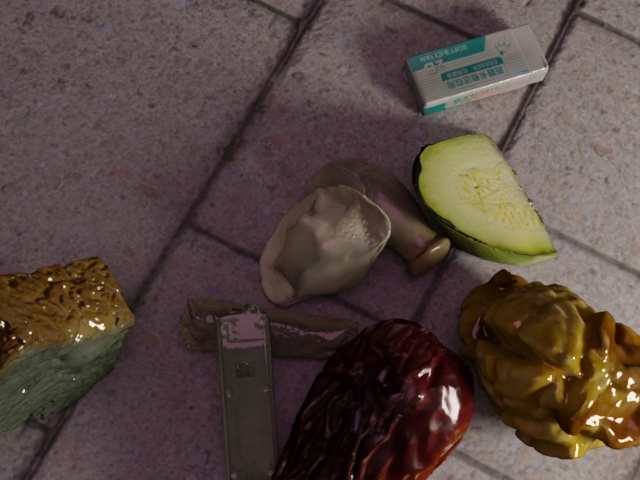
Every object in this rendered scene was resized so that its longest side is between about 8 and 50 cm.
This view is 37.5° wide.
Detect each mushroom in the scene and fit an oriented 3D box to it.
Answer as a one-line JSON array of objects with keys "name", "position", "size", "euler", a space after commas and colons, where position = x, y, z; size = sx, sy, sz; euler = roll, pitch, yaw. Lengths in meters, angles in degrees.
[{"name": "mushroom", "position": [0.095, -0.049, 1.475], "size": [0.247, 0.096, 0.108], "euler": [39, 73, 9]}]

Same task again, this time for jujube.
[{"name": "jujube", "position": [0.070, 0.280, 1.323], "size": [0.216, 0.216, 0.342], "euler": [36, 82, 9]}]

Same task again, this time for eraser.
[{"name": "eraser", "position": [0.259, -0.288, 1.584], "size": [0.225, 0.052, 0.095], "euler": [-17, 72, -8]}]

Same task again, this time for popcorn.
[{"name": "popcorn", "position": [0.321, 0.168, 1.341], "size": [0.225, 0.265, 0.332], "euler": [-50, 53, 12]}]

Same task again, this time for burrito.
[{"name": "burrito", "position": [-0.072, 0.136, 1.428], "size": [0.275, 0.059, 0.082], "euler": [5, 82, 0]}]

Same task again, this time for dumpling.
[{"name": "dumpling", "position": [0.003, -0.002, 1.439], "size": [0.126, 0.216, 0.166], "euler": [-5, 61, -35]}]

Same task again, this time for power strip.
[{"name": "power strip", "position": [-0.105, 0.227, 1.368], "size": [0.078, 0.052, 0.272], "euler": [-4, 89, -2]}]

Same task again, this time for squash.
[{"name": "squash", "position": [0.247, -0.061, 1.459], "size": [0.204, 0.155, 0.236], "euler": [-26, 73, -8]}]

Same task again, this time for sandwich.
[{"name": "sandwich", "position": [-0.402, 0.153, 1.291], "size": [0.262, 0.325, 0.131], "euler": [-44, 76, 21]}]
